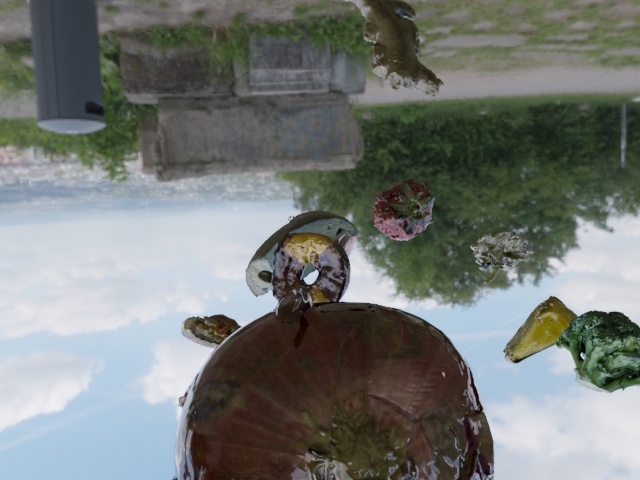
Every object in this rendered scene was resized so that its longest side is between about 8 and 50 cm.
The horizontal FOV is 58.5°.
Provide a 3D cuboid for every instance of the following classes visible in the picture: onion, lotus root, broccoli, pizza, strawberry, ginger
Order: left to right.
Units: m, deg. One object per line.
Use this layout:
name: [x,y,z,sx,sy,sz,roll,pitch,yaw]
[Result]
pizza: [-0.144,0.172,1.010,0.199,0.062,0.188,18,166,-2]
lotus root: [-0.068,0.014,1.549,0.314,0.142,0.210,-40,-161,-32]
onion: [0.018,0.217,0.608,0.354,0.353,0.353,-3,-176,0]
ginger: [0.177,-0.479,1.373,0.166,0.333,0.080,-23,172,-20]
strawberry: [0.239,-0.087,1.736,0.184,0.186,0.201,3,172,-15]
broccoli: [0.555,0.218,1.099,0.195,0.156,0.195,26,162,9]

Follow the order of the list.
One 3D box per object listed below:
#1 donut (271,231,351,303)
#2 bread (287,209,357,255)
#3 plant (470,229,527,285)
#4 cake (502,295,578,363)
donut: [-0.014,0.051,0.913,0.141,0.140,0.059,-1,-174,23]
bread: [0.006,-0.011,1.937,0.244,0.190,0.123,34,-174,24]
plant: [0.392,0.040,1.261,0.117,0.121,0.104,-11,143,36]
cake: [0.518,0.223,1.320,0.116,0.184,0.080,28,-177,2]
